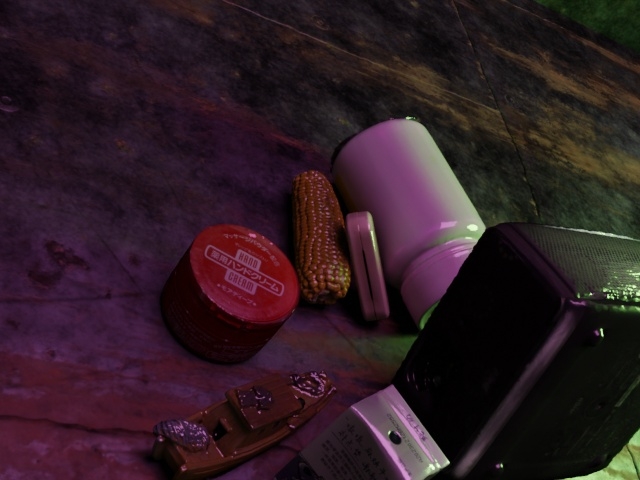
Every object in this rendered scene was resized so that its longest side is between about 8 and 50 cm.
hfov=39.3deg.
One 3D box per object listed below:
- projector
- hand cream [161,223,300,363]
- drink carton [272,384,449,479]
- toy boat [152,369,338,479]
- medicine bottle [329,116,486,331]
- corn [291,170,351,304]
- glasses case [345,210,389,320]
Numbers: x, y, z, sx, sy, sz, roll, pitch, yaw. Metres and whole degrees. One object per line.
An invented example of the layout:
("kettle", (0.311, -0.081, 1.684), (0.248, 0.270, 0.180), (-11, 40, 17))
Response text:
("projector", (0.385, 0.193, 1.458), (0.405, 0.395, 0.242), (7, 32, -35))
("hand cream", (-0.139, 0.082, 1.381), (0.193, 0.125, 0.193), (23, 41, -22))
("drink carton", (0.051, 0.316, 1.227), (0.102, 0.222, 0.134), (-15, 63, -46))
("toy boat", (-0.094, 0.247, 1.262), (0.321, 0.121, 0.089), (-15, 57, -46))
("medicine bottle", (0.183, -0.033, 1.686), (0.213, 0.213, 0.379), (0, 52, -39))
("corn", (0.000, 0.000, 1.600), (0.101, 0.101, 0.310), (20, 40, -23))
("glasses case", (0.082, 0.046, 1.567), (0.083, 0.050, 0.196), (-76, 156, -71))
